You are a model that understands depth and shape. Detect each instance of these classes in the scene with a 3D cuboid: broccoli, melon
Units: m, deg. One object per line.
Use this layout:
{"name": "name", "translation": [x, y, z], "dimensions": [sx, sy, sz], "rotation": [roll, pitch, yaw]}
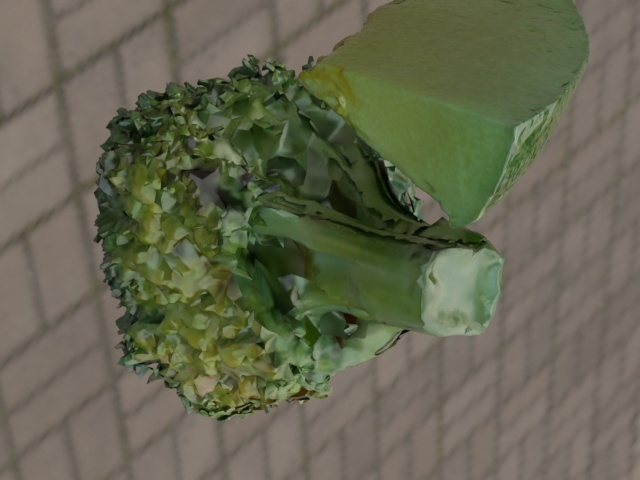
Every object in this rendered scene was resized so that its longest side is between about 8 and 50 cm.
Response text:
{"name": "broccoli", "translation": [0.000, 0.000, 0.848], "dimensions": [0.219, 0.194, 0.194], "rotation": [25, 96, -42]}
{"name": "melon", "translation": [0.060, -0.085, 0.815], "dimensions": [0.262, 0.114, 0.053], "rotation": [-67, 167, -60]}
